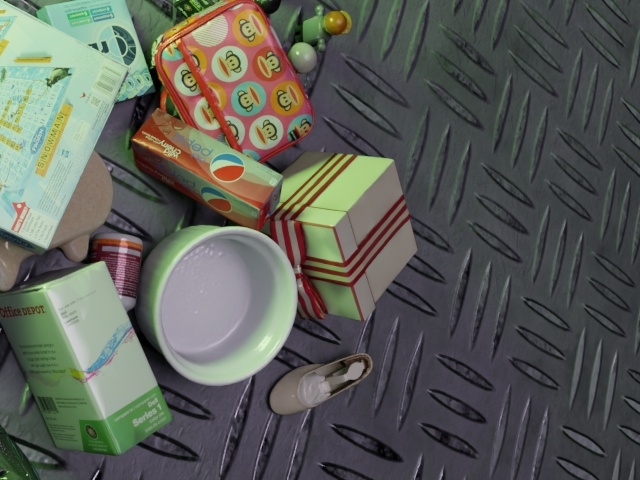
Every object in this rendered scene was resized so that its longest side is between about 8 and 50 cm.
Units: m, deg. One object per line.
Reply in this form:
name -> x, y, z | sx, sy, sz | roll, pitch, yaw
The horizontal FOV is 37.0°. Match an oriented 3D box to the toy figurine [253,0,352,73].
toy figurine -> -0.062, -0.441, 1.889 | 0.209, 0.148, 0.213 | -48, 114, -34

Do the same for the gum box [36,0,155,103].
gum box -> -0.387, -0.325, 1.660 | 0.157, 0.041, 0.184 | -26, 101, -41

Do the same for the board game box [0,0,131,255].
board game box -> -0.484, -0.187, 1.387 | 0.318, 0.066, 0.319 | 27, 68, -19

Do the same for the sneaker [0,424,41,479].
sneaker -> -0.523, 0.314, 1.420 | 0.125, 0.139, 0.341 | -34, 89, -10

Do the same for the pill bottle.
pill bottle -> -0.349, 0.068, 1.612 | 0.086, 0.086, 0.152 | 14, 75, -39

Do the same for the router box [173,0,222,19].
router box -> -0.202, -0.424, 1.801 | 0.122, 0.092, 0.038 | 43, 59, -29

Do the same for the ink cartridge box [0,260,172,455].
ink cartridge box -> -0.376, 0.183, 1.496 | 0.117, 0.201, 0.278 | -30, 103, -40

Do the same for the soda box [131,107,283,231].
soda box -> -0.198, -0.122, 1.672 | 0.263, 0.092, 0.083 | 28, 62, 9

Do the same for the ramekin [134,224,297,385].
ramekin -> -0.191, 0.103, 1.677 | 0.277, 0.135, 0.277 | -8, 104, -34

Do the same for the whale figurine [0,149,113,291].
whale figurine -> -0.453, -0.046, 1.498 | 0.216, 0.141, 0.272 | 53, 54, -29

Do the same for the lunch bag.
lunch bag -> -0.176, -0.273, 1.750 | 0.258, 0.120, 0.293 | -31, 113, -6

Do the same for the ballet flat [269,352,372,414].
ballet flat -> 0.009, 0.280, 1.903 | 0.248, 0.086, 0.086 | -20, 98, -41

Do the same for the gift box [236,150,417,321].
gift box -> 0.000, 0.000, 1.829 | 0.258, 0.276, 0.255 | -48, 128, -38
